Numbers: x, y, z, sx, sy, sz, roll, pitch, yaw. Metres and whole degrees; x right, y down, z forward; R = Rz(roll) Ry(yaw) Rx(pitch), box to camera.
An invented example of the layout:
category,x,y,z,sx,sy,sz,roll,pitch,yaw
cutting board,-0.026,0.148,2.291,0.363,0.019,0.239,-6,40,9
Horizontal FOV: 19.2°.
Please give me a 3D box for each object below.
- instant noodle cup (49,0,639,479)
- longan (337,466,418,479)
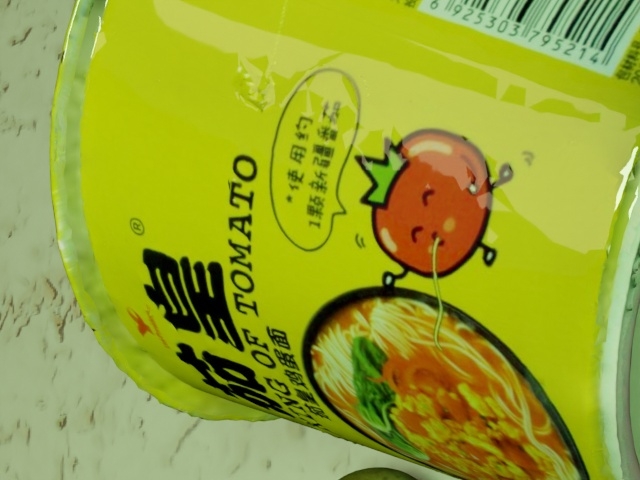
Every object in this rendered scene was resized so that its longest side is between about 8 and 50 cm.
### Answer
category,x,y,z,sx,sy,sz,roll,pitch,yaw
instant noodle cup,0.091,-0.035,0.779,0.254,0.325,0.326,21,97,38
longan,0.029,0.149,0.948,0.075,0.083,0.075,-11,69,31
